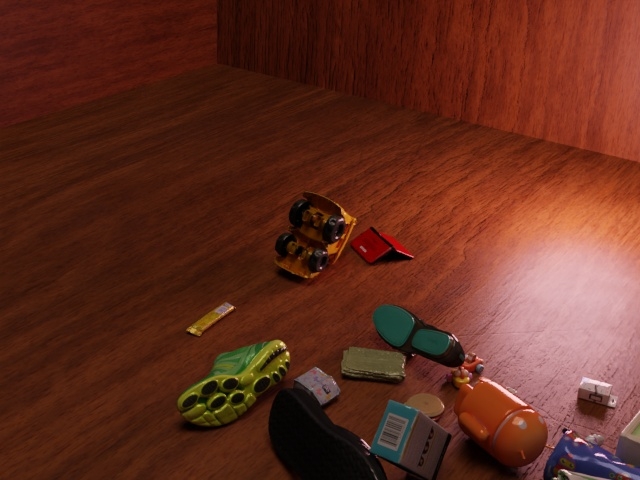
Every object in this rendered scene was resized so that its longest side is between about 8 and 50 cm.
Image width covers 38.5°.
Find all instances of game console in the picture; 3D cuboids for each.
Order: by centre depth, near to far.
[{"bbox_3d":[0.176,0.028,2.633,0.124,0.085,0.144,-36,34,-6],"label":"game console"}]

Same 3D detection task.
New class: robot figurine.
[{"bbox_3d":[0.363,0.364,1.825,0.128,0.158,0.219,-46,40,-6],"label":"robot figurine"}]

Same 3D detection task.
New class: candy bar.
[{"bbox_3d":[-0.264,0.191,2.244,0.040,0.018,0.161,20,30,24],"label":"candy bar"}]

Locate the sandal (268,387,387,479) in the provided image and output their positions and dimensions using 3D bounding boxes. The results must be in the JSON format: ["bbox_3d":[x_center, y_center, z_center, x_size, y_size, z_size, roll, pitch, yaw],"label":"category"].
[{"bbox_3d":[0.041,0.410,1.674,0.107,0.168,0.446,9,20,-31],"label":"sandal"}]

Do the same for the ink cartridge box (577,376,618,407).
[{"bbox_3d":[0.615,0.335,2.025,0.083,0.028,0.048,14,28,21],"label":"ink cartridge box"}]

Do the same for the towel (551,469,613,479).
[{"bbox_3d":[0.519,0.495,1.415,0.247,0.038,0.325,16,26,-21],"label":"towel"}]

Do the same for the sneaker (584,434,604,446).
[{"bbox_3d":[0.539,0.428,1.821,0.098,0.038,0.069,-19,34,-20],"label":"sneaker"}]

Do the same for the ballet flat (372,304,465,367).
[{"bbox_3d":[0.228,0.232,2.119,0.096,0.095,0.280,38,-6,-36],"label":"ballet flat"}]

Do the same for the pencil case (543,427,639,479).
[{"bbox_3d":[0.562,0.455,1.672,0.306,0.119,0.133,20,0,33],"label":"pencil case"}]

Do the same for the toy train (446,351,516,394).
[{"bbox_3d":[0.355,0.300,2.051,0.125,0.046,0.166,-14,30,-31],"label":"toy train"}]

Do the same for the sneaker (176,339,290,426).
[{"bbox_3d":[-0.191,0.305,1.949,0.123,0.110,0.295,-5,16,45],"label":"sneaker"}]

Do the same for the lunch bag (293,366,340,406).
[{"bbox_3d":[-0.007,0.318,1.969,0.083,0.053,0.071,33,39,31],"label":"lunch bag"}]

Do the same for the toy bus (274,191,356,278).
[{"bbox_3d":[0.000,0.000,2.518,0.149,0.220,0.211,25,1,28],"label":"toy bus"}]

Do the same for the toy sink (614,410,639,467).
[{"bbox_3d":[0.695,0.424,1.732,0.234,0.131,0.152,22,32,34],"label":"toy sink"}]

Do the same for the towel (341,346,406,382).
[{"bbox_3d":[0.121,0.283,2.084,0.148,0.027,0.110,4,25,5],"label":"towel"}]

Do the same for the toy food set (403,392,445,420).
[{"bbox_3d":[0.223,0.355,1.952,0.082,0.020,0.083,22,31,34],"label":"toy food set"}]

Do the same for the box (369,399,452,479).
[{"bbox_3d":[0.168,0.369,1.669,0.060,0.101,0.244,16,-15,27],"label":"box"}]
